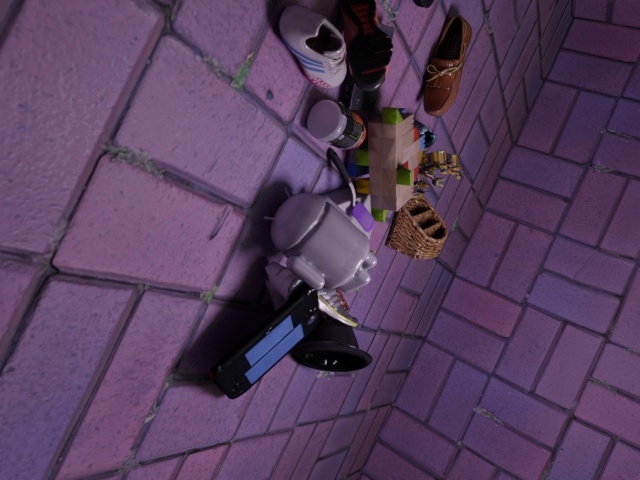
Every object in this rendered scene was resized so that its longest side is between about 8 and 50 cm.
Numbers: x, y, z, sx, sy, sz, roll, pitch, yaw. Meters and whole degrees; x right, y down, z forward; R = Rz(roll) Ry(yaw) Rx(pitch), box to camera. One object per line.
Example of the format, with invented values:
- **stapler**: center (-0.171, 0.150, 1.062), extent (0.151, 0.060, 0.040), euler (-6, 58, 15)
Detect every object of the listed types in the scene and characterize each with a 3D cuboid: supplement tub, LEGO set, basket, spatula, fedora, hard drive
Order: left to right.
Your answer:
- **fedora**: center (0.049, 0.394, 1.999), extent (0.334, 0.334, 0.152), euler (61, 28, -58)
- **supplement tub**: center (0.053, -0.331, 1.513), extent (0.190, 0.117, 0.117), euler (6, 106, -61)
- **spatula**: center (0.098, -0.163, 1.670), extent (0.084, 0.030, 0.296), euler (-48, 118, -48)
- **hard drive**: center (0.140, -0.525, 1.576), extent (0.172, 0.054, 0.255), euler (-18, 127, -55)
- **basket**: center (0.470, -0.058, 2.370), extent (0.299, 0.213, 0.223), euler (-16, 126, -56)
- **LEGO set**: center (0.443, -0.246, 2.120), extent (0.331, 0.255, 0.192), euler (-13, 96, -70)

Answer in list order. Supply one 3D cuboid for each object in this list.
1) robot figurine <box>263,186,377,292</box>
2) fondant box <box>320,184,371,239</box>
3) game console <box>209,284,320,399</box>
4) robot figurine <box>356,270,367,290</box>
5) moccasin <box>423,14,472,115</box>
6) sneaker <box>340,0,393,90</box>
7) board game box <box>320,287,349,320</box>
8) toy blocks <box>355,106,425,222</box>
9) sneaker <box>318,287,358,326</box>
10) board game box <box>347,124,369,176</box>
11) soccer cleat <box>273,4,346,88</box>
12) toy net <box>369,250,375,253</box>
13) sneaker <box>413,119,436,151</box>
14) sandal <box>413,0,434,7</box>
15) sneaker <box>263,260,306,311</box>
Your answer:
- **robot figurine**: center (0.000, 0.000, 1.504), extent (0.200, 0.353, 0.300), euler (-34, -157, 42)
- **fondant box**: center (0.072, -0.051, 1.798), extent (0.330, 0.096, 0.238), euler (-22, 130, -52)
- **game console**: center (-0.152, 0.316, 1.578), extent (0.386, 0.060, 0.342), euler (-41, 163, -18)
- **robot figurine**: center (0.154, 0.155, 2.141), extent (0.115, 0.067, 0.101), euler (15, 96, -63)
- **moccasin**: center (0.479, -0.661, 1.976), extent (0.147, 0.139, 0.380), euler (16, 97, -62)
- **sneaker**: center (0.123, -0.506, 1.378), extent (0.136, 0.116, 0.314), euler (78, 6, -66)
- **board game box**: center (0.042, 0.269, 2.081), extent (0.145, 0.027, 0.281), euler (-57, 152, -19)
- **toy blocks**: center (0.260, -0.283, 1.735), extent (0.261, 0.191, 0.381), euler (-41, 134, -48)
- **sneaker**: center (0.034, 0.214, 1.836), extent (0.300, 0.111, 0.121), euler (39, 62, -32)
- **board game box**: center (0.178, -0.314, 1.778), extent (0.210, 0.047, 0.160), euler (-20, 122, -44)
- **soccer cleat**: center (0.012, -0.461, 1.303), extent (0.331, 0.143, 0.116), euler (21, 93, -63)
- **toy net**: center (0.087, 0.093, 1.849), extent (0.232, 0.045, 0.122), euler (-22, -178, -8)
- **sneaker**: center (0.401, -0.397, 2.069), extent (0.283, 0.122, 0.110), euler (12, 102, -62)
- **sandal**: center (0.301, -0.848, 1.540), extent (0.446, 0.107, 0.167), euler (10, 103, -62)
- **sneaker**: center (-0.113, 0.152, 1.619), extent (0.111, 0.129, 0.297), euler (-42, 163, -26)
